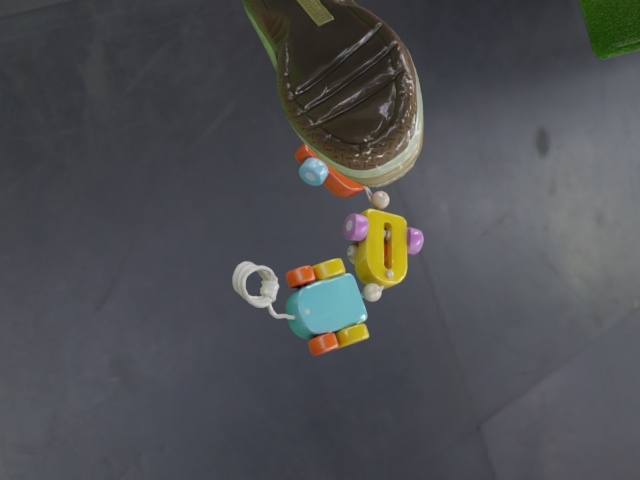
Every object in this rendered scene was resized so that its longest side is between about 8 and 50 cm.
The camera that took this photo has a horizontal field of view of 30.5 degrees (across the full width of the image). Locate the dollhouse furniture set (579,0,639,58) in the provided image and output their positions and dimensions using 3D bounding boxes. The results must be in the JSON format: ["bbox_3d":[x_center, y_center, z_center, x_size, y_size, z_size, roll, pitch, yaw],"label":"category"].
[{"bbox_3d":[0.255,-0.220,0.570,0.301,0.151,0.197,-19,95,-37],"label":"dollhouse furniture set"}]

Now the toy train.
[{"bbox_3d":[0.000,0.000,0.796,0.125,0.046,0.166,38,57,-15],"label":"toy train"}]

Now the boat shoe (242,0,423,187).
[{"bbox_3d":[0.011,-0.082,0.615,0.190,0.068,0.072,-111,180,-46],"label":"boat shoe"}]
